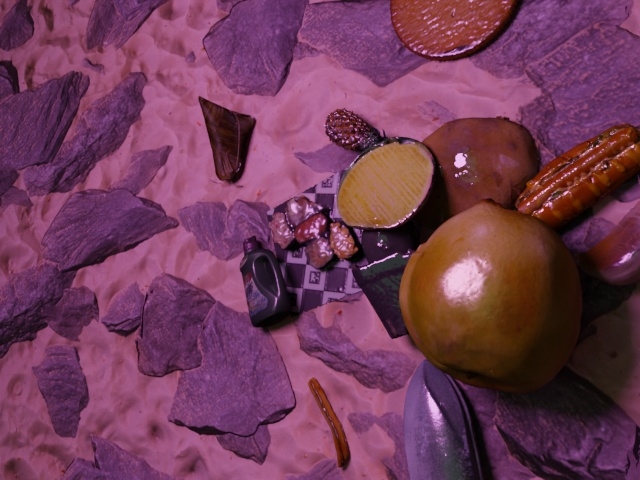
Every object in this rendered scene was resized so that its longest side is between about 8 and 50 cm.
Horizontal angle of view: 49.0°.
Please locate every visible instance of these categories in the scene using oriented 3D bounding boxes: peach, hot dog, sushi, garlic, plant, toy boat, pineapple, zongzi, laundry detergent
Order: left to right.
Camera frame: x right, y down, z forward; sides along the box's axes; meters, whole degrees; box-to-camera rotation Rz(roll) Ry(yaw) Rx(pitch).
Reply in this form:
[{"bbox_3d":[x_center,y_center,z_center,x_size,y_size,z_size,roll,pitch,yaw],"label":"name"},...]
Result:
[{"bbox_3d":[-0.256,-0.242,1.731,0.084,0.184,0.187,8,85,34],"label":"zongzi"},{"bbox_3d":[-0.136,0.084,1.655,0.144,0.078,0.221,-38,59,48],"label":"laundry detergent"},{"bbox_3d":[0.000,0.000,1.602,0.294,0.059,0.292,-26,69,25],"label":"sushi"},{"bbox_3d":[0.087,-0.222,1.571,0.221,0.083,0.103,39,108,31],"label":"pineapple"},{"bbox_3d":[0.158,0.069,1.431,0.165,0.142,0.255,-20,77,19],"label":"plant"},{"bbox_3d":[0.234,0.387,1.369,0.141,0.092,0.319,-20,64,29],"label":"toy boat"},{"bbox_3d":[0.307,0.102,1.241,0.314,0.281,0.315,29,86,0],"label":"peach"},{"bbox_3d":[0.485,-0.119,1.310,0.269,0.072,0.115,-42,54,20],"label":"hot dog"},{"bbox_3d":[0.550,-0.008,1.241,0.198,0.091,0.128,-59,43,13],"label":"garlic"}]

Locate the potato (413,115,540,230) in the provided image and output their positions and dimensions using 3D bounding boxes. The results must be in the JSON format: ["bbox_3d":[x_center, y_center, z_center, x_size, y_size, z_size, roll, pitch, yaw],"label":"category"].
[{"bbox_3d":[0.282,-0.136,1.420,0.299,0.116,0.238,-16,78,31],"label":"potato"}]

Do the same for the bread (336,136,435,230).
[{"bbox_3d":[0.133,-0.111,1.426,0.229,0.033,0.228,-18,54,26],"label":"bread"}]

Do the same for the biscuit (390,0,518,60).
[{"bbox_3d":[0.290,-0.536,1.526,0.306,0.038,0.305,-5,79,30],"label":"biscuit"}]

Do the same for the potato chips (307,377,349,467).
[{"bbox_3d":[0.018,0.393,1.540,0.037,0.026,0.203,-41,63,35],"label":"potato chips"}]
